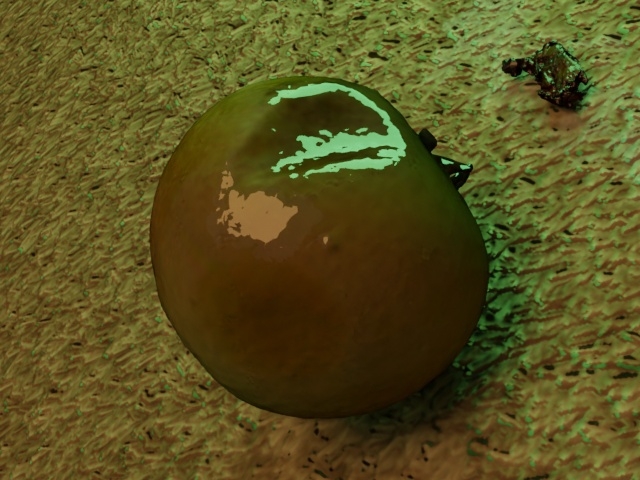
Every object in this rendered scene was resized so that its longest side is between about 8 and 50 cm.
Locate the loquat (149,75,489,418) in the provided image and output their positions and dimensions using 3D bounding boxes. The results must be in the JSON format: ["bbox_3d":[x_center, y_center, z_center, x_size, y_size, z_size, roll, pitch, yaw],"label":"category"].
[{"bbox_3d":[0.000,0.001,0.758,0.213,0.213,0.213,-29,43,30],"label":"loquat"}]

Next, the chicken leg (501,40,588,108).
[{"bbox_3d":[0.149,-0.111,0.831,0.036,0.021,0.083,-57,34,11],"label":"chicken leg"}]
